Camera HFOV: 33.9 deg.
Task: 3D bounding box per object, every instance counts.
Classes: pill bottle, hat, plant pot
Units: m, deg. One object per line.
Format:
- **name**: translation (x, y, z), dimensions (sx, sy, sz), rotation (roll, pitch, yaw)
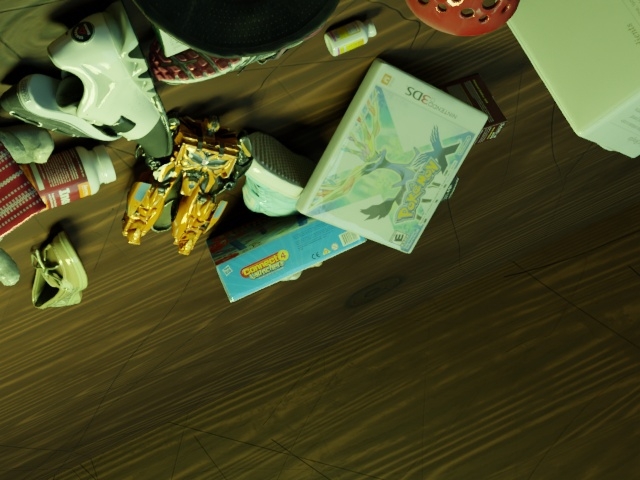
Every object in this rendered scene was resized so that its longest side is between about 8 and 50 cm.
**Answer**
- **pill bottle**: translation (-0.425, -0.107, 1.758), dimensions (0.152, 0.086, 0.086), rotation (-21, 160, -16)
- **hat**: translation (-0.117, -0.388, 1.259), dimensions (0.331, 0.331, 0.134), rotation (-21, -161, -15)
- **plant pot**: translation (0.229, -0.434, 1.594), dimensions (0.191, 0.191, 0.174), rotation (-21, 158, -15)
- **pill bottle**: translation (0.052, -0.351, 1.804), dimensions (0.083, 0.043, 0.043), rotation (-23, 161, -7)

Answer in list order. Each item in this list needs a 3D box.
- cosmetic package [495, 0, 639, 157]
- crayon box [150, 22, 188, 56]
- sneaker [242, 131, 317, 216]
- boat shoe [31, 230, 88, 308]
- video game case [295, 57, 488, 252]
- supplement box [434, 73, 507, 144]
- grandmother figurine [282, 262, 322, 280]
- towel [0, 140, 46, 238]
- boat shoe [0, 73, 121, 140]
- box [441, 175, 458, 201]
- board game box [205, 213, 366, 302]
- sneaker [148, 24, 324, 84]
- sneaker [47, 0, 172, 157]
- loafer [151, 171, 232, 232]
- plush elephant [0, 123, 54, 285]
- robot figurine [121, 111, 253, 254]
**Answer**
- **cosmetic package**: translation (0.613, -0.407, 1.952), dimensions (0.393, 0.327, 0.329), rotation (-37, 158, 25)
- **crayon box**: translation (-0.093, -0.393, 1.446), dimensions (0.323, 0.083, 0.203), rotation (-23, 161, -8)
- **sneaker**: translation (-0.100, -0.106, 2.112), dimensions (0.150, 0.135, 0.366), rotation (-35, 159, 13)
- **boat shoe**: translation (-0.521, 0.072, 2.075), dimensions (0.089, 0.104, 0.285), rotation (-21, 161, -22)
- **video game case**: translation (0.145, -0.157, 2.073), dimensions (0.300, 0.036, 0.329), rotation (20, 106, -36)
- **supplement box**: translation (0.253, -0.251, 2.197), dimensions (0.239, 0.130, 0.073), rotation (-19, 158, -19)
- **grandmother figurine**: translation (0.000, 0.000, 2.547), dimensions (0.342, 0.104, 0.208), rotation (-31, -174, 34)
- **towel**: translation (-0.517, -0.107, 1.393), dimensions (0.199, 0.275, 0.031), rotation (-32, -170, 13)
- **boat shoe**: translation (-0.393, -0.193, 1.600), dimensions (0.076, 0.080, 0.228), rotation (-15, 170, 24)
- **box**: translation (0.177, -0.142, 2.347), dimensions (0.207, 0.153, 0.108), rotation (-22, 160, -14)
- **board game box**: translation (-0.084, 0.002, 2.266), dimensions (0.308, 0.086, 0.302), rotation (-25, -167, -6)
- **sneaker**: translation (-0.114, -0.305, 1.595), dimensions (0.299, 0.121, 0.112), rotation (-23, 163, -10)
- **sneaker**: translation (-0.316, -0.219, 1.571), dimensions (0.146, 0.122, 0.330), rotation (-24, 151, -6)
- **loafer**: translation (-0.258, -0.083, 2.035), dimensions (0.094, 0.087, 0.251), rotation (-4, 151, -48)
- **plush elephant**: translation (-0.543, -0.027, 1.551), dimensions (0.272, 0.255, 0.330), rotation (-34, 160, 20)
- **robot figurine**: translation (-0.243, -0.105, 1.898), dimensions (0.211, 0.085, 0.291), rotation (12, 132, -26)
